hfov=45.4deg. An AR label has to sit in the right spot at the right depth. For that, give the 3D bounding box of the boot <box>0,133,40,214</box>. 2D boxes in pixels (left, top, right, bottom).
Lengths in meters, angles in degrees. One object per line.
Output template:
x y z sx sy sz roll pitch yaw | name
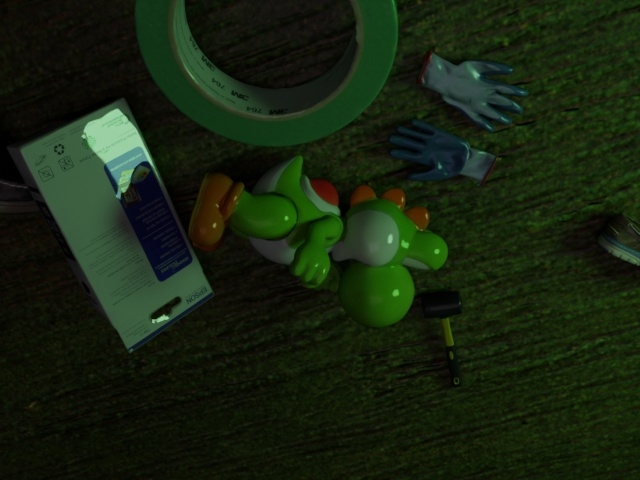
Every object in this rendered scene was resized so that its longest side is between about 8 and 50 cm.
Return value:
-0.505 -0.216 1.020 0.377 0.138 0.284 24 116 -3 | boot

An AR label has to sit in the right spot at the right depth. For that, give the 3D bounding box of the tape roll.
-0.064 -0.271 0.955 0.321 0.077 0.321 2 130 2 | tape roll

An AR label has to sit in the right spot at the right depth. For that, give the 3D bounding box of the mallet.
0.214 0.159 1.223 0.062 0.039 0.190 -15 119 15 | mallet

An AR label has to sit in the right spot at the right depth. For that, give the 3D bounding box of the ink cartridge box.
-0.289 -0.020 1.092 0.165 0.065 0.333 -34 117 -30 | ink cartridge box

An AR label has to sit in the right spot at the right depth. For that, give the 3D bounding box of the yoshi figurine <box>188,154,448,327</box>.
-0.005 0.026 1.091 0.362 0.203 0.203 12 133 -5 | yoshi figurine

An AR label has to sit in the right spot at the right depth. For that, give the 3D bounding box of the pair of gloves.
0.187 -0.162 1.064 0.159 0.023 0.198 20 116 -5 | pair of gloves

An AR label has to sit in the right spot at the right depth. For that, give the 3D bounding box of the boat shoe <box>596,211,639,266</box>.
0.500 0.014 1.111 0.183 0.066 0.066 20 115 -7 | boat shoe
